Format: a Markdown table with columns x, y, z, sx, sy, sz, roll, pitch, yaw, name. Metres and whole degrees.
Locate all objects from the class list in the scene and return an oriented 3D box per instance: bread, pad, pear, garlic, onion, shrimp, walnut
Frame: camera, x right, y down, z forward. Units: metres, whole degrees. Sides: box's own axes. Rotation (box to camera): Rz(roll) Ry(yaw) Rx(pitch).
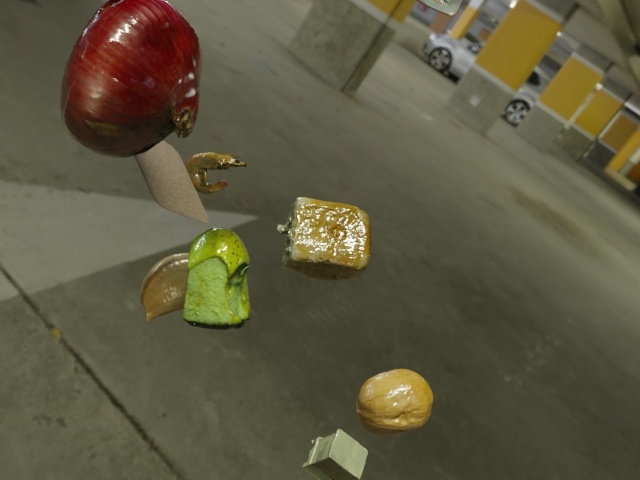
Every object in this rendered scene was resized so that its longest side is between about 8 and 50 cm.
| x | y | z | sx | sy | sz | roll | pitch | yaw | name |
| --- | --- | --- | --- | --- | --- | --- | --- | --- | --- |
| 0.000 | 0.000 | 1.881 | 0.247 | 0.176 | 0.195 | 10 | 67 | -13 | bread |
| -0.275 | -0.120 | 1.271 | 0.176 | 0.002 | 0.266 | 64 | 7 | 10 | pad |
| -0.262 | 0.090 | 1.890 | 0.164 | 0.255 | 0.238 | 6 | 6 | 3 | pear |
| -0.357 | 0.139 | 2.084 | 0.339 | 0.196 | 0.151 | -1 | -12 | -11 | garlic |
| -0.252 | -0.221 | 0.974 | 0.161 | 0.248 | 0.248 | 11 | 18 | 6 | onion |
| -0.244 | -0.157 | 1.643 | 0.163 | 0.095 | 0.045 | 2 | -9 | 17 | shrimp |
| 0.210 | 0.465 | 2.027 | 0.226 | 0.193 | 0.193 | -13 | 33 | -8 | walnut |

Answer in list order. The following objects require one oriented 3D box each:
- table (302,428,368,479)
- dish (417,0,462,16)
| x | y | z | sx | sy | sz | roll | pitch | yaw | name |
| --- | --- | --- | --- | --- | --- | --- | --- | --- | --- |
| 0.026 | 0.398 | 1.290 | 0.079 | 0.083 | 0.062 | 42 | 42 | -16 | table |
| 0.319 | -0.712 | 1.827 | 0.154 | 0.234 | 0.064 | 22 | 8 | -15 | dish |
